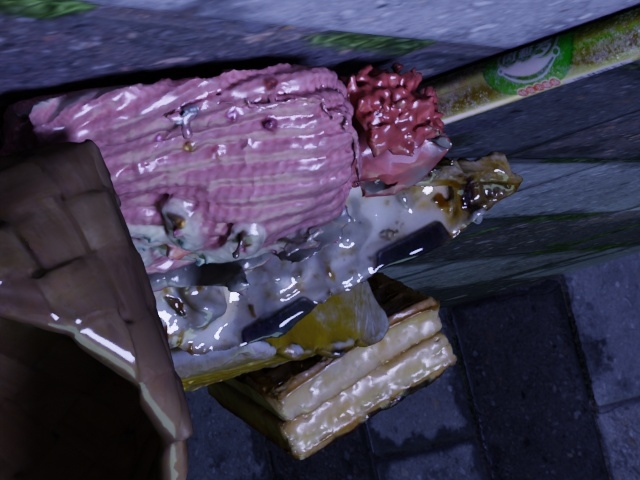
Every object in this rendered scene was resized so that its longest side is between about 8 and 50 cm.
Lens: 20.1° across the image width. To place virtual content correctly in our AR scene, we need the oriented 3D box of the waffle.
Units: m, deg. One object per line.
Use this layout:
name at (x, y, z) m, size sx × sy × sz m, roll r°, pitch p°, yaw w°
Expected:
waffle at (-0.004, 0.113, 1.907) m, size 0.213 × 0.091 × 0.308 m, roll -31°, pitch -161°, yaw -13°

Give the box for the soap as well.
soap at (-0.145, 0.079, 1.679) m, size 0.335 × 0.156 × 0.293 m, roll -17°, pitch 171°, yaw 28°

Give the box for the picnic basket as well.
picnic basket at (-0.235, 0.131, 0.932) m, size 0.337 × 0.337 × 0.293 m, roll -13°, pitch 134°, yaw -1°

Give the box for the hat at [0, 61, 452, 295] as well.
hat at (-0.053, -0.036, 1.090) m, size 0.286 × 0.107 × 0.236 m, roll -14°, pitch 158°, yaw -16°

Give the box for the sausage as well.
sausage at (0.148, -0.114, 1.173) m, size 0.269 × 0.033 × 0.033 m, roll -17°, pitch 172°, yaw 30°

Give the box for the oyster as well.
oyster at (-0.001, -0.002, 1.424) m, size 0.345 × 0.128 × 0.078 m, roll -20°, pitch -155°, yaw -13°
